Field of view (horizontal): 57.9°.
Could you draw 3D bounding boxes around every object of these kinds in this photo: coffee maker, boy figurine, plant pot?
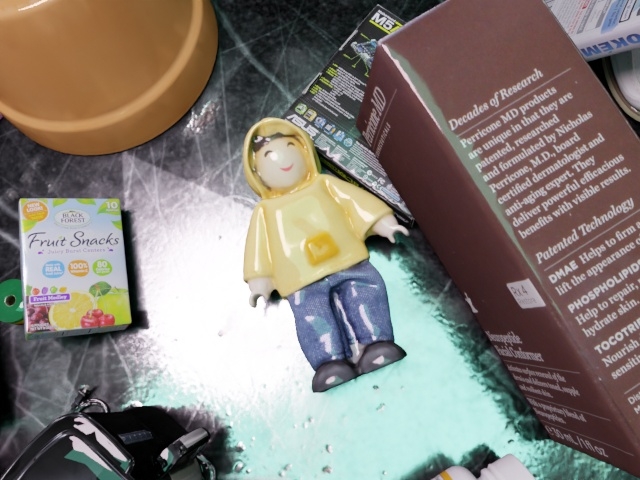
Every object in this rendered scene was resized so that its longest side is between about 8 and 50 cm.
[{"bbox_3d":[-0.196,0.206,0.508,0.171,0.178,0.120,17,77,8],"label":"coffee maker"},{"bbox_3d":[0.000,0.000,0.593,0.177,0.092,0.285,-19,78,2],"label":"boy figurine"},{"bbox_3d":[-0.278,-0.265,0.623,0.290,0.203,0.291,-1,75,5],"label":"plant pot"}]

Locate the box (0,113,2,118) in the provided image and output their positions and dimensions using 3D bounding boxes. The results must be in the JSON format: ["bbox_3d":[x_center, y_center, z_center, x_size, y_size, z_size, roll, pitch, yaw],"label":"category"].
[{"bbox_3d":[-0.517,-0.217,0.622,0.243,0.213,0.117,43,82,13],"label":"box"}]

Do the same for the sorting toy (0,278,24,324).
[{"bbox_3d":[-0.413,0.145,0.608,0.274,0.046,0.132,-19,75,-1],"label":"sorting toy"}]

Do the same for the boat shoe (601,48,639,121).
[{"bbox_3d":[0.385,-0.278,0.625,0.113,0.103,0.303,12,77,8],"label":"boat shoe"}]

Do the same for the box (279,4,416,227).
[{"bbox_3d":[0.082,-0.141,0.645,0.190,0.045,0.184,37,79,12],"label":"box"}]

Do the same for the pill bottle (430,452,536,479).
[{"bbox_3d":[0.101,0.279,0.498,0.215,0.117,0.117,-32,76,-4],"label":"pill bottle"}]

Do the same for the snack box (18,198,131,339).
[{"bbox_3d":[-0.259,0.027,0.609,0.100,0.037,0.141,-2,72,-30],"label":"snack box"}]

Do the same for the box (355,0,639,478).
[{"bbox_3d":[0.189,-0.007,0.499,0.143,0.191,0.382,-29,83,-5],"label":"box"}]

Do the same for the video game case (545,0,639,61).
[{"bbox_3d":[0.355,-0.325,0.561,0.036,0.300,0.329,33,78,-24],"label":"video game case"}]
